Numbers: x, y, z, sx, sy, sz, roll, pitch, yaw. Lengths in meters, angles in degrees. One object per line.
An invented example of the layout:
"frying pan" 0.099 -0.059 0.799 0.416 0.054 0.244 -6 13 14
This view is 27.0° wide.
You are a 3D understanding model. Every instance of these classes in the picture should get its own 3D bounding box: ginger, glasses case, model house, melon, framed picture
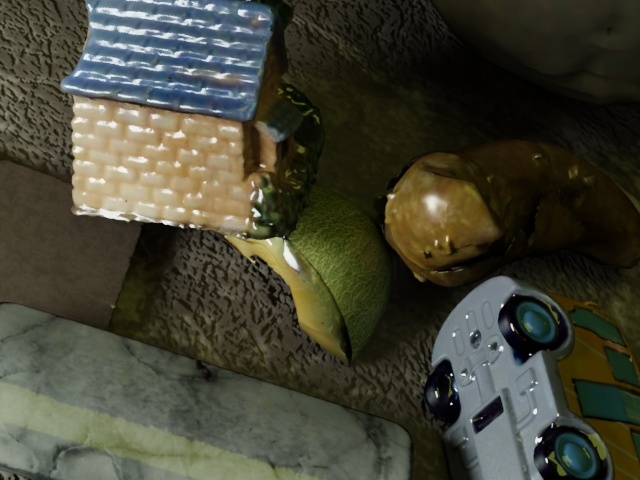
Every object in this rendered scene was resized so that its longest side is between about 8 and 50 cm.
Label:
"ginger" 0.142 -0.024 1.032 0.133 0.107 0.309 8 8 35
"glasses case" -0.089 0.134 0.874 0.299 0.060 0.114 18 50 -10
"model house" -0.080 -0.120 0.956 0.167 0.172 0.183 6 28 12
"melon" 0.000 0.000 1.000 0.160 0.079 0.128 43 52 12
"framed picture" -0.219 0.003 0.941 0.169 0.023 0.128 20 50 -8

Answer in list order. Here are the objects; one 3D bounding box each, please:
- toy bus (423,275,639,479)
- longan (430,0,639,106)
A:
"toy bus" 0.167 0.134 0.945 0.136 0.126 0.209 9 51 -27
"longan" 0.257 -0.306 1.143 0.391 0.391 0.391 12 52 -15
